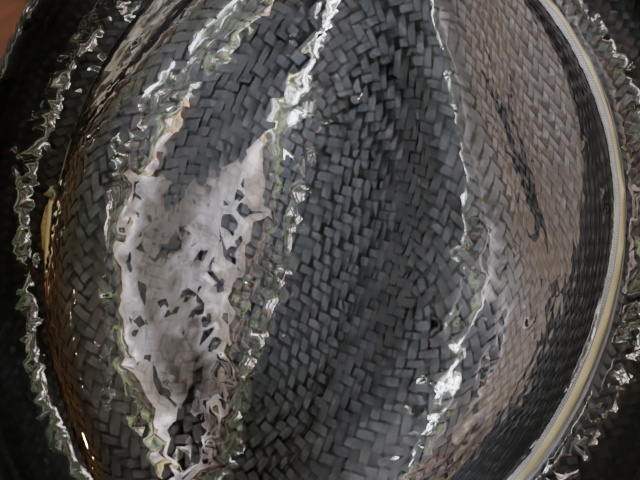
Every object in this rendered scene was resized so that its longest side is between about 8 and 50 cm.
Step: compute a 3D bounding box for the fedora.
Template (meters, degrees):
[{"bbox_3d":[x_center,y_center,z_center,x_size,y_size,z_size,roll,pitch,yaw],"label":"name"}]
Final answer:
[{"bbox_3d":[0.000,0.000,0.655,0.334,0.334,0.152,50,-177,5],"label":"fedora"}]
